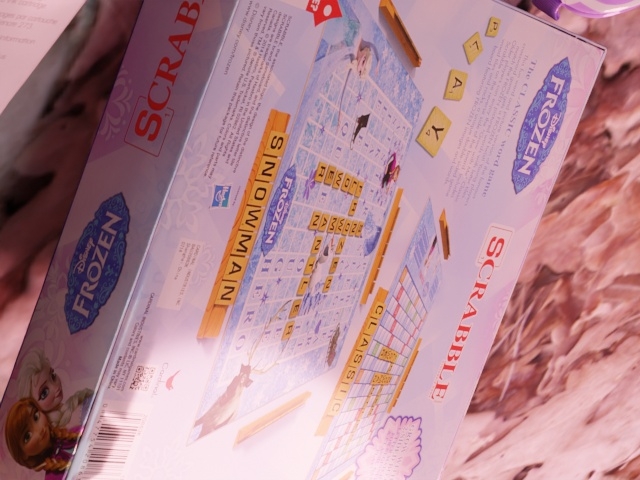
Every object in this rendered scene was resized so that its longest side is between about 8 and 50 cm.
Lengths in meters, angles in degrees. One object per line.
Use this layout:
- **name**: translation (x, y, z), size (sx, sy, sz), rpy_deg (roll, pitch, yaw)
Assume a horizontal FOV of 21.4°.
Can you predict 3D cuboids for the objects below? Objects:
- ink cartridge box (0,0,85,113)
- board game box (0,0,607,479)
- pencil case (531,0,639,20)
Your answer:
- **ink cartridge box**: translation (-0.143, -0.144, 0.616), size (0.175, 0.069, 0.371), rpy_deg (3, 144, -44)
- **board game box**: translation (0.000, 0.000, 0.924), size (0.318, 0.066, 0.319), rpy_deg (14, 99, -51)
- **pencil case**: translation (0.149, -0.209, 0.904), size (0.088, 0.086, 0.206), rpy_deg (-41, 148, -15)
